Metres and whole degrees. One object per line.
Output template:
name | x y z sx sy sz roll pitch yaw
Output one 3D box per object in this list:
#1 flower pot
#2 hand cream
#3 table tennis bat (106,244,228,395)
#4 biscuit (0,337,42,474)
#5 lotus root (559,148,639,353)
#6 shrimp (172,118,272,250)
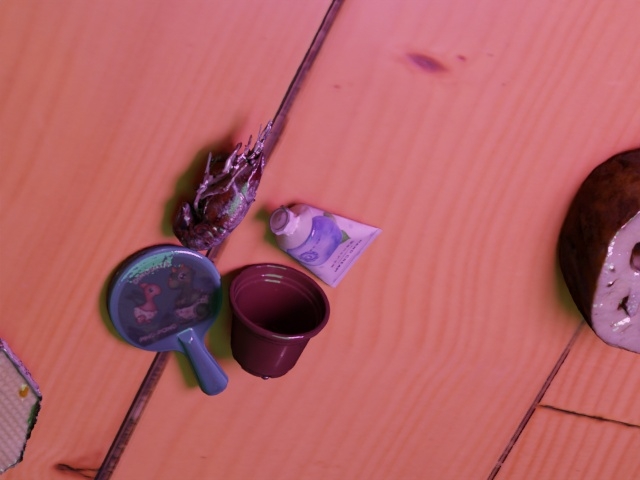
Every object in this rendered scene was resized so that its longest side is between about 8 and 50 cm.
flower pot | -0.054 0.093 1.828 0.111 0.111 0.089 -2 137 -22
hand cream | 0.000 0.000 1.818 0.084 0.053 0.142 -50 136 12
table tennis bat | -0.150 0.088 1.820 0.124 0.033 0.201 -28 123 -2
biscuit | -0.403 0.210 1.779 0.250 0.046 0.147 -32 127 0
lotus root | 0.350 0.009 1.925 0.138 0.119 0.234 -4 124 -21
shrimp | -0.094 -0.058 1.732 0.165 0.065 0.057 -59 156 13
